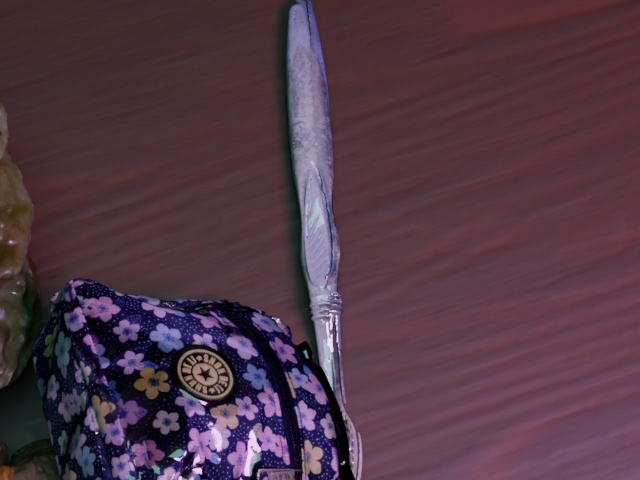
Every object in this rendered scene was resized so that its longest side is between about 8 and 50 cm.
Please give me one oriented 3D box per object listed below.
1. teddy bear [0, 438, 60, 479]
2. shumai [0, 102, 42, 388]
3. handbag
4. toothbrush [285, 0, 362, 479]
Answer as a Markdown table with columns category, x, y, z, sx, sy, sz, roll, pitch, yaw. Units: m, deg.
| category | x | y | z | sx | sy | sz | roll | pitch | yaw |
| --- | --- | --- | --- | --- | --- | --- | --- | --- | --- |
| teddy bear | -0.246 | 0.220 | 1.255 | 0.190 | 0.140 | 0.177 | -11 | 75 | 3 |
| shumai | -0.292 | -0.020 | 1.254 | 0.189 | 0.256 | 0.218 | 37 | 114 | 46 |
| handbag | -0.082 | 0.130 | 1.259 | 0.208 | 0.127 | 0.228 | 1 | 52 | -33 |
| toothbrush | 0.000 | 0.000 | 1.386 | 0.035 | 0.042 | 0.413 | -4 | 70 | -4 |
